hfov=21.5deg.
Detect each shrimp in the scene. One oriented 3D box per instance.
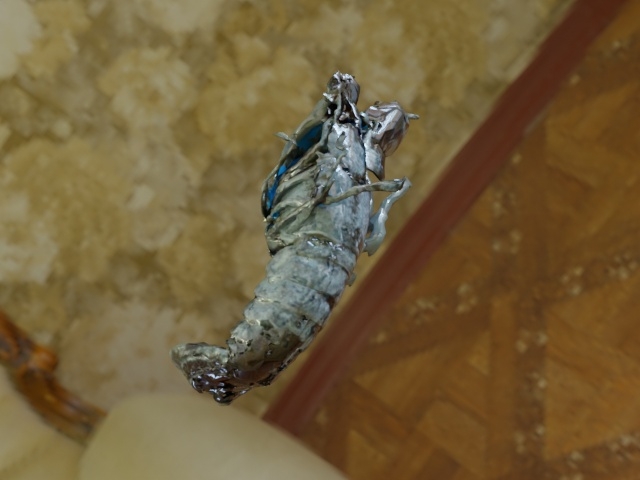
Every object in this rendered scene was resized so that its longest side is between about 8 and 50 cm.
[{"bbox_3d":[0.003,0.001,0.768,0.076,0.082,0.174,8,63,44],"label":"shrimp"}]
